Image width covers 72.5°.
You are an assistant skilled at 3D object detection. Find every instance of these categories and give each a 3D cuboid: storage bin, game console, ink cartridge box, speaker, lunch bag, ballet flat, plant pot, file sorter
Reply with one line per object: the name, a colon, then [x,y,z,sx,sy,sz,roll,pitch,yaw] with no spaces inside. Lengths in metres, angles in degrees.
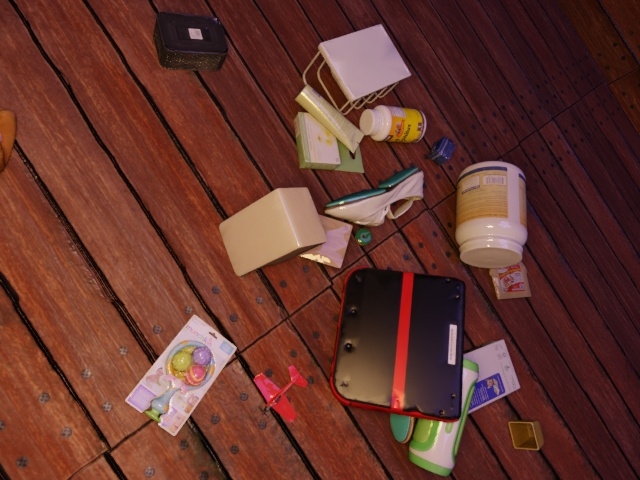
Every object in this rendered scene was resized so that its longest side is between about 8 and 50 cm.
storage bin: [-0.364,-0.556,1.226,0.180,0.084,0.122,-11,79,-29]
game console: [0.212,0.265,1.185,0.342,0.060,0.386,7,68,7]
ink cartridge box: [0.038,-0.305,1.376,0.235,0.056,0.171,-1,74,-26]
speaker: [0.334,0.462,1.181,0.131,0.131,0.296,25,76,-19]
lunch bag: [0.435,-0.325,1.584,0.065,0.067,0.098,38,62,-12]
ballet flat: [0.238,0.441,1.227,0.073,0.080,0.232,12,69,-40]
plant pot: [0.668,0.614,1.397,0.083,0.081,0.081,2,73,-40]
ballet flat: [0.192,-0.116,1.363,0.400,0.139,0.139,-26,87,-33]
ink cartridge box: [0.472,0.430,1.360,0.333,0.065,0.165,-8,78,-31]
file sorter: [0.110,-0.537,1.418,0.278,0.173,0.193,-33,92,-32]

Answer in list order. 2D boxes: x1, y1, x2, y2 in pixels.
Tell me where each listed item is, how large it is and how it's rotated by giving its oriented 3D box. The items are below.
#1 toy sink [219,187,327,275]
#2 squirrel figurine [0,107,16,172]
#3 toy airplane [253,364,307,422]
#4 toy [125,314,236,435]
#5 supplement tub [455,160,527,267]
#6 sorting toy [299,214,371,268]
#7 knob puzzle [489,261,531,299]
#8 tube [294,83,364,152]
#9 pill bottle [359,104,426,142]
toy sink: [-0.122,-0.020,1.126,0.131,0.234,0.153,-11,77,-54]
squirrel figurine: [-0.727,-0.172,0.739,0.281,0.370,0.397,5,72,-27]
toy airplane: [-0.092,0.380,1.097,0.151,0.028,0.151,9,71,-27]
toy: [-0.305,0.300,0.995,0.137,0.056,0.237,42,60,-11]
supplement tub: [0.579,-0.084,1.488,0.228,0.228,0.316,19,66,-22]
sorting toy: [0.000,0.000,1.245,0.274,0.046,0.132,17,74,-2]
knob puzzle: [0.678,0.115,1.591,0.213,0.030,0.213,8,71,-25]
tube: [0.030,-0.372,1.333,0.240,0.062,0.070,37,100,-16]
pill bottle: [0.243,-0.392,1.474,0.215,0.117,0.117,-4,76,-28]
